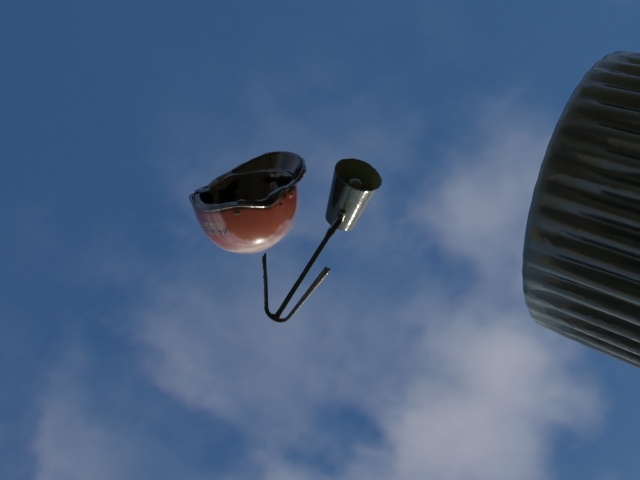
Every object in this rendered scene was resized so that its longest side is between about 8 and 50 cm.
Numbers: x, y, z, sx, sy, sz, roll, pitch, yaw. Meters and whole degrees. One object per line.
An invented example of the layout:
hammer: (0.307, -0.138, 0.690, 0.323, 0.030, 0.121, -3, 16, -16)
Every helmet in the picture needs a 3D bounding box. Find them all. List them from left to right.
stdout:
helmet: (-0.041, -0.019, 1.096, 0.084, 0.065, 0.049, -31, -61, -34)

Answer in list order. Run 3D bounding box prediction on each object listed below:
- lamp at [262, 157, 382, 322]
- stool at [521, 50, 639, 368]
lamp: (0.000, 0.000, 1.068, 0.041, 0.054, 0.121, 27, -142, 7)
stool: (0.362, 0.002, 1.370, 0.297, 0.330, 0.297, -41, -40, -46)
